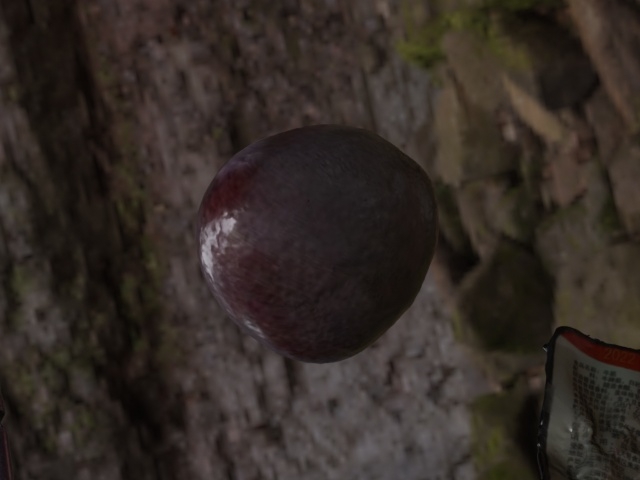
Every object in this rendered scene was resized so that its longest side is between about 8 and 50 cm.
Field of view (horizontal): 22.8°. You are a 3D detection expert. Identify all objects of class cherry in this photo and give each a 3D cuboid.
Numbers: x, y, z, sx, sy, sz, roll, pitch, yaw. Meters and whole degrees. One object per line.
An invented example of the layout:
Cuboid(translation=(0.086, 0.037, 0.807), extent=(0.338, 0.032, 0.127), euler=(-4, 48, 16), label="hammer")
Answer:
Cuboid(translation=(0.000, 0.000, 1.402), extent=(0.183, 0.213, 0.266), euler=(27, -179, 36), label="cherry")

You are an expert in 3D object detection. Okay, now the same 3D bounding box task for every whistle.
Cuboid(translation=(-0.337, 0.222, 1.649), extent=(0.033, 0.033, 0.176), euler=(84, 173, -61), label="whistle")

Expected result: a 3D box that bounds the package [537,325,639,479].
Cuboid(translation=(0.230, 0.182, 1.189), extent=(0.040, 0.166, 0.232), euler=(119, 169, -53), label="package")
